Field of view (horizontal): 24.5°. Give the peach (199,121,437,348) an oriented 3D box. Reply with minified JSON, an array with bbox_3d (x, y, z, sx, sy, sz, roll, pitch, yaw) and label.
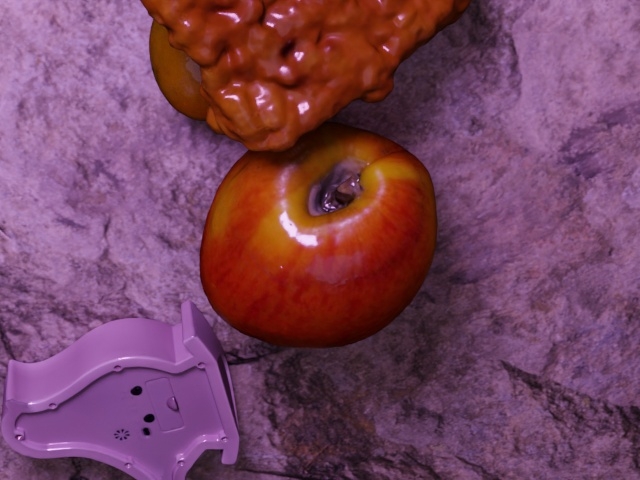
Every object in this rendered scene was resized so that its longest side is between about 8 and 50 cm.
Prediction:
[{"bbox_3d":[0.000,0.000,1.601,0.281,0.238,0.281,-36,164,-12],"label":"peach"}]

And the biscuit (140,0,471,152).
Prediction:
[{"bbox_3d":[-0.020,-0.267,1.396,0.318,0.110,0.312,-37,121,-7],"label":"biscuit"}]

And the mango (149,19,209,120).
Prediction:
[{"bbox_3d":[-0.123,-0.199,1.507,0.111,0.089,0.163,-21,122,-1],"label":"mango"}]

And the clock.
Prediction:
[{"bbox_3d":[-0.237,0.229,1.833,0.275,0.080,0.290,-15,128,2],"label":"clock"}]
